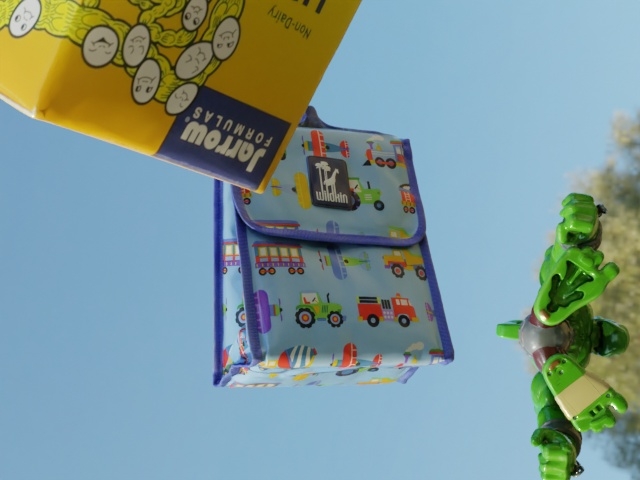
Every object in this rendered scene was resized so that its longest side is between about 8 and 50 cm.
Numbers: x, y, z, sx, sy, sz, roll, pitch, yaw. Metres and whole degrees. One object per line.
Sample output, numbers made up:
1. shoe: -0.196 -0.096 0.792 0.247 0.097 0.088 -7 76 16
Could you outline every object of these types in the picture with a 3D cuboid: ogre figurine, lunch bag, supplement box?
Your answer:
1. ogre figurine: 0.181 0.068 0.866 0.118 0.096 0.197 -2 -103 -84
2. lunch bag: 0.000 0.000 1.240 0.220 0.138 0.293 1 -108 -22
3. supplement box: -0.070 -0.238 0.656 0.194 0.195 0.357 16 -76 -55
